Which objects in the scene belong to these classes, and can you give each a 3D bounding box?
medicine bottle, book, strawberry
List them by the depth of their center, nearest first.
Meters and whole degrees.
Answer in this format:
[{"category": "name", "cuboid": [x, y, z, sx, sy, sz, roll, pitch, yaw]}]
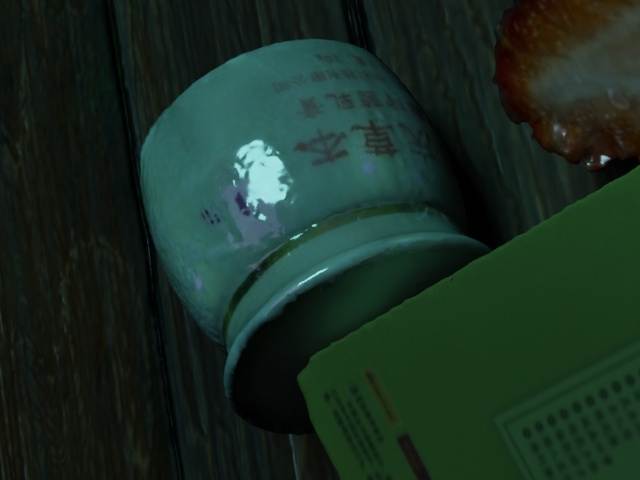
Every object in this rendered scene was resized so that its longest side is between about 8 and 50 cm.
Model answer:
[{"category": "book", "cuboid": [0.157, 0.088, 0.750, 0.352, 0.035, 0.239, -33, 81, 40]}, {"category": "strawberry", "cuboid": [0.181, -0.109, 0.782, 0.236, 0.107, 0.175, 20, 131, 43]}, {"category": "medicine bottle", "cuboid": [0.000, 0.000, 0.927, 0.147, 0.147, 0.143, -50, 49, 30]}]
